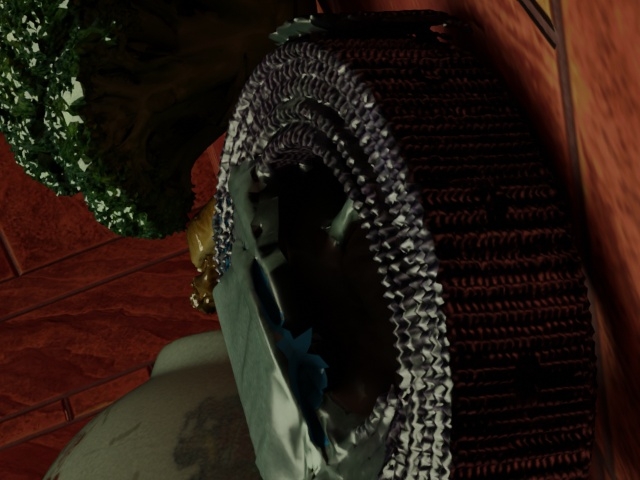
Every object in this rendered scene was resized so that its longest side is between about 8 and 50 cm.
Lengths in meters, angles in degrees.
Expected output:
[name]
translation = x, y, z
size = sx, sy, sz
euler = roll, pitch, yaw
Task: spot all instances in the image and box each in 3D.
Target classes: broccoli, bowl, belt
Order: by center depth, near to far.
[belt]
translation = 0.037, 0.040, 0.905
size = 0.260, 0.122, 0.325
euler = -49, 52, 53
[bowl]
translation = -0.024, 0.172, 1.170
size = 0.435, 0.435, 0.196
euler = 89, 179, -74
[broccoli]
translation = -0.134, -0.135, 1.188
size = 0.261, 0.242, 0.269
euler = -105, 13, -71

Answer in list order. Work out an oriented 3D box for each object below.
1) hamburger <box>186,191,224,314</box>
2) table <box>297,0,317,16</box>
[hamburger]
translation = -0.007, 0.005, 1.197
size = 0.182, 0.191, 0.118
euler = 96, 151, -64
[table]
translation = -0.078, -0.245, 1.291
size = 0.220, 0.126, 0.126
euler = 78, 170, -54
